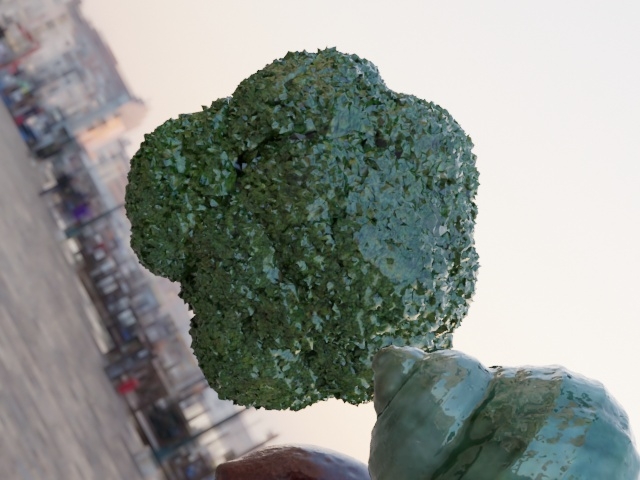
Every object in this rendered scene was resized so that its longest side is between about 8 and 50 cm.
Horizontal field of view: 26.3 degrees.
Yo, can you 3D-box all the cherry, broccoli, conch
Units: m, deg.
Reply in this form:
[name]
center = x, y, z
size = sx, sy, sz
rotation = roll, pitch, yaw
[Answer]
[cherry]
center = -0.003, 0.349, 1.607
size = 0.300, 0.203, 0.230
rotation = 43, -21, -14
[broccoli]
center = 0.004, -0.008, 1.364
size = 0.413, 0.321, 0.310
rotation = 28, 33, -24
[conch]
center = 0.086, 0.143, 0.693
size = 0.176, 0.122, 0.188
rotation = -42, -133, 42
